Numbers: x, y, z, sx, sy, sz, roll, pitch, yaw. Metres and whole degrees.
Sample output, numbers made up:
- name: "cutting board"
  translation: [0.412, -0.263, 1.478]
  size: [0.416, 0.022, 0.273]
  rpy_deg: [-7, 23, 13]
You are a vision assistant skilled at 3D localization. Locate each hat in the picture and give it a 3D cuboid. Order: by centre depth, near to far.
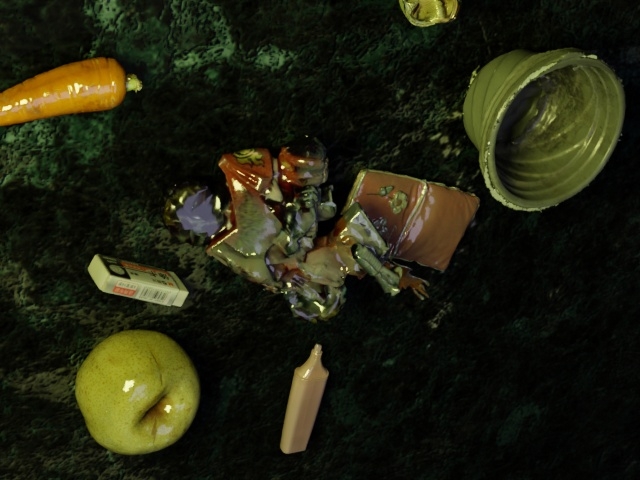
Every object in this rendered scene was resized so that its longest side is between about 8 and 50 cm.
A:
- name: "hat"
  translation: [0.132, -0.311, 1.579]
  size: [0.076, 0.059, 0.077]
  rpy_deg: [-13, 123, -6]

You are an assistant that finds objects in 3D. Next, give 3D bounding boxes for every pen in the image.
- name: "pen"
  translation: [-0.023, 0.231, 1.874]
  size: [0.053, 0.032, 0.197]
  rpy_deg: [-5, 125, -30]

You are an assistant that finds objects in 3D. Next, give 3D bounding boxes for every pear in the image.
- name: "pear"
  translation: [-0.236, 0.193, 1.633]
  size: [0.167, 0.136, 0.167]
  rpy_deg: [-18, 126, -26]

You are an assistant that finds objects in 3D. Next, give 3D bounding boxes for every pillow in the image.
- name: "pillow"
  translation: [0.119, -0.030, 1.777]
  size: [0.232, 0.043, 0.126]
  rpy_deg: [11, 111, -38]

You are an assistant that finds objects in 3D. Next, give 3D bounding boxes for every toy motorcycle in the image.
- name: "toy motorcycle"
  translation: [0.000, 0.000, 1.628]
  size: [0.401, 0.134, 0.207]
  rpy_deg: [36, 101, -23]

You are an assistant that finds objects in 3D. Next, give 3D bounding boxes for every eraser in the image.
- name: "eraser"
  translation: [-0.228, 0.051, 1.595]
  size: [0.122, 0.052, 0.029]
  rpy_deg: [16, 113, -41]

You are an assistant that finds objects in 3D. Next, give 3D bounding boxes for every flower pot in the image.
- name: "flower pot"
  translation: [0.284, -0.168, 1.722]
  size: [0.235, 0.140, 0.235]
  rpy_deg: [-18, 127, -25]

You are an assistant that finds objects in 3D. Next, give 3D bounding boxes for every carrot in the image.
- name: "carrot"
  translation: [-0.323, -0.154, 1.396]
  size: [0.256, 0.061, 0.061]
  rpy_deg: [-15, 128, -14]
